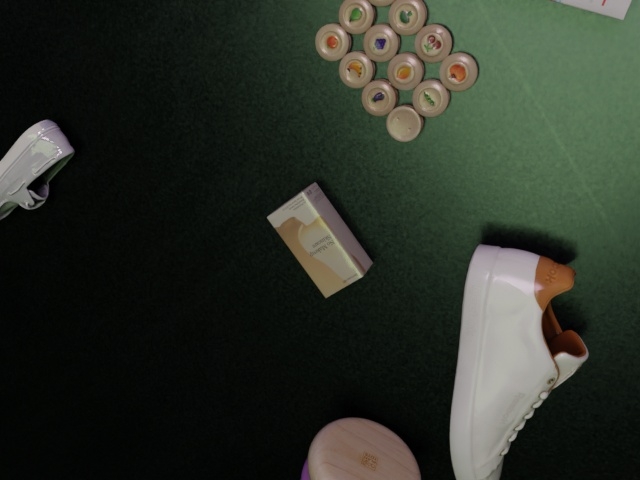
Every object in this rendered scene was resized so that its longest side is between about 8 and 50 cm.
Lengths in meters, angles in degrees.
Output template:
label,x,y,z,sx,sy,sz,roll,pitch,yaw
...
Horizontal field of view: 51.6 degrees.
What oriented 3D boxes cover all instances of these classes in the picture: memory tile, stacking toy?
label,x,y,z,sx,sy,sz,roll,pitch,yaw
memory tile,0.072,-0.180,0.652,0.148,0.012,0.113,48,121,-2
stacking toy,0.002,0.380,0.856,0.141,0.141,0.330,30,124,8

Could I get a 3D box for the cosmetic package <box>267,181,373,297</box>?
label,x,y,z,sx,sy,sz,roll,pitch,yaw
cosmetic package,0.000,0.000,0.740,0.060,0.041,0.115,-34,96,30

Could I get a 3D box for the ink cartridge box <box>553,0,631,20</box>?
label,x,y,z,sx,sy,sz,roll,pitch,yaw
ink cartridge box,0.211,-0.247,0.523,0.181,0.062,0.104,21,138,13

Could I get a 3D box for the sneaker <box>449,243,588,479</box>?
label,x,y,z,sx,sy,sz,roll,pitch,yaw
sneaker,0.204,0.153,0.682,0.123,0.106,0.290,9,113,22

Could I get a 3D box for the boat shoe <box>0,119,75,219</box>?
label,x,y,z,sx,sy,sz,roll,pitch,yaw
boat shoe,-0.380,-0.076,0.858,0.184,0.066,0.063,-41,91,21
